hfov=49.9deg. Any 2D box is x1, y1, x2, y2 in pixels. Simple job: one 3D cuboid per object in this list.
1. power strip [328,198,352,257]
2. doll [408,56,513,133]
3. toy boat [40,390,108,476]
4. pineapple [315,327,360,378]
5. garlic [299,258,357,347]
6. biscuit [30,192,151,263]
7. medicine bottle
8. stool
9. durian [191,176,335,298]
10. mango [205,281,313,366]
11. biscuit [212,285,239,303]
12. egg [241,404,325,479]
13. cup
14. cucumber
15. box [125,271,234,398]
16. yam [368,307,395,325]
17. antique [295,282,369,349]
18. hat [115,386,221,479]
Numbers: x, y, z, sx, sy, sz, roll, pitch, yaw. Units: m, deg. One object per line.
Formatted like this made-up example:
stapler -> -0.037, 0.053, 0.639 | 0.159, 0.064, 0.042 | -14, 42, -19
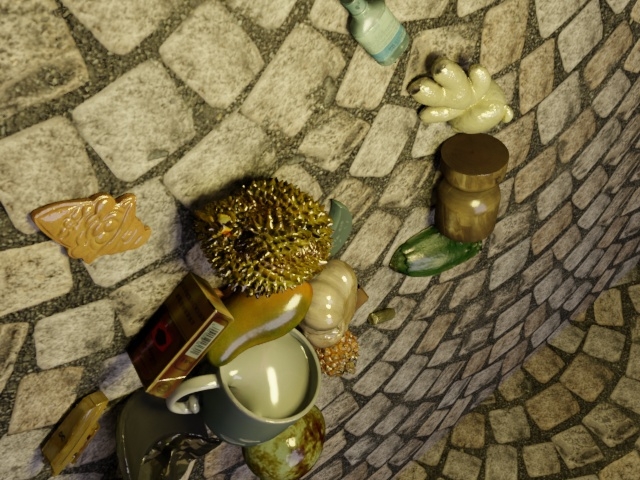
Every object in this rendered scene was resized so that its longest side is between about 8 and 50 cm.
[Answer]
power strip -> 0.000, 0.000, 1.736 | 0.216, 0.044, 0.137 | -49, 146, 5
doll -> 0.335, -0.362, 1.669 | 0.278, 0.175, 0.149 | 19, 73, -44
toy boat -> -0.564, 0.444, 1.593 | 0.226, 0.068, 0.088 | -53, 150, 6
pineapple -> 0.060, 0.357, 2.082 | 0.162, 0.137, 0.175 | -7, 130, -43
garlic -> 0.010, 0.156, 1.749 | 0.228, 0.152, 0.227 | 15, 90, -75
biscuit -> -0.422, -0.025, 1.289 | 0.250, 0.035, 0.162 | 12, 112, -49
medicine bottle -> 0.107, -0.435, 1.390 | 0.090, 0.053, 0.208 | -49, 144, 8
stool -> 0.412, -0.143, 1.899 | 0.179, 0.179, 0.264 | -30, 143, -21
durian -> -0.120, -0.009, 1.452 | 0.293, 0.258, 0.258 | -12, 134, -25
mango -> -0.149, 0.171, 1.591 | 0.289, 0.146, 0.129 | -25, -179, -15
biscuit -> -0.222, 0.157, 1.664 | 0.324, 0.049, 0.205 | -44, 145, -2
egg -> -0.104, 0.598, 2.077 | 0.289, 0.238, 0.238 | -25, 143, -49
cup -> -0.209, 0.376, 1.703 | 0.357, 0.259, 0.274 | -3, 150, -27
cucumber -> 0.365, 0.027, 2.098 | 0.326, 0.105, 0.145 | -17, 137, -31
box -> -0.316, 0.207, 1.524 | 0.240, 0.159, 0.071 | -49, 138, 6
yam -> 0.196, 0.243, 2.191 | 0.094, 0.043, 0.043 | -10, 132, -41
antique -> -0.014, 0.221, 1.904 | 0.310, 0.093, 0.087 | -43, 146, -3
hat -> -0.450, 0.550, 1.774 | 0.366, 0.257, 0.381 | -42, 115, -49
